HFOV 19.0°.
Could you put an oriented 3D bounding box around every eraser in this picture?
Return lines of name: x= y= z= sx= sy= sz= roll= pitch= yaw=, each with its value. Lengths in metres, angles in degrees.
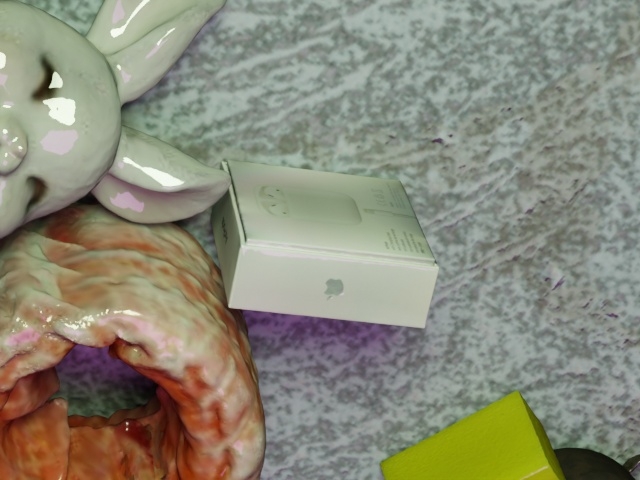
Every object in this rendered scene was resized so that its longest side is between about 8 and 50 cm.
eraser: x=0.111 y=0.175 z=1.390 sx=0.122 sy=0.097 sz=0.045 roll=-29 pitch=120 yaw=7

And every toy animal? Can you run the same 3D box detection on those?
toy animal: x=-0.216 y=-0.099 z=1.172 sx=0.325 sy=0.154 sz=0.208 roll=-5 pitch=98 yaw=-30

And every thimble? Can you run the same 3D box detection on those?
thimble: x=-0.157 y=0.098 z=1.275 sx=0.239 sy=0.162 sz=0.239 roll=-3 pitch=120 yaw=-5

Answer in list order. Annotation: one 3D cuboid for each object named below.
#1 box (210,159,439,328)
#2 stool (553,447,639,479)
box: x=0.000 y=0.000 z=1.262 sx=0.129 sy=0.130 sz=0.051 roll=6 pitch=115 yaw=-12
stool: x=0.170 y=0.244 z=1.426 sx=0.217 sy=0.121 sz=0.125 roll=-38 pitch=118 yaw=5
